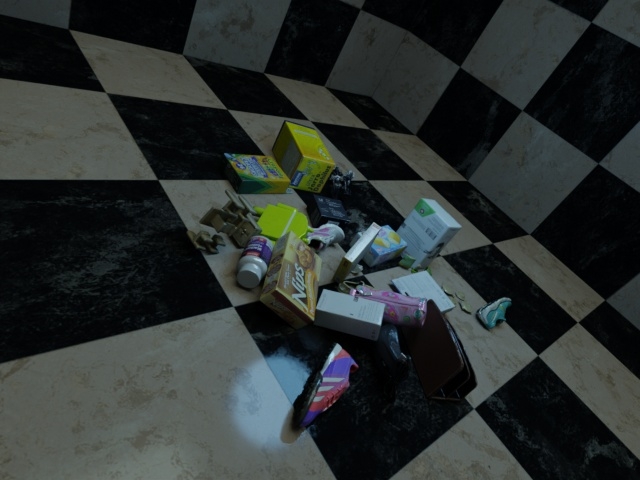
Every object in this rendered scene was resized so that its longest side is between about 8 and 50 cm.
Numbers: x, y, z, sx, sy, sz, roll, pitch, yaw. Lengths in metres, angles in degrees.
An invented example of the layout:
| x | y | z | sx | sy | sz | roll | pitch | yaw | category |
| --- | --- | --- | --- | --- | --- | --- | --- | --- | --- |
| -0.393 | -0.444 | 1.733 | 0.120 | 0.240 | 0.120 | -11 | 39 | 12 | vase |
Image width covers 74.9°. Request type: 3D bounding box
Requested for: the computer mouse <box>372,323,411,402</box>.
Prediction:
| x | y | z | sx | sy | sz | roll | pitch | yaw | category |
| --- | --- | --- | --- | --- | --- | --- | --- | --- | --- |
| 0.225 | 0.384 | 1.422 | 0.072 | 0.189 | 0.272 | 11 | 27 | -8 | computer mouse |

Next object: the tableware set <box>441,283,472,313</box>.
| x | y | z | sx | sy | sz | roll | pitch | yaw | category |
| --- | --- | --- | --- | --- | --- | --- | --- | --- | --- |
| 0.656 | 0.280 | 2.014 | 0.168 | 0.020 | 0.141 | 22 | 35 | -14 | tableware set |

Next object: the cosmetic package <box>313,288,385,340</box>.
| x | y | z | sx | sy | sz | roll | pitch | yaw | category |
| --- | --- | --- | --- | --- | --- | --- | --- | --- | --- |
| 0.101 | 0.259 | 1.471 | 0.230 | 0.086 | 0.117 | 13 | 34 | 9 | cosmetic package |

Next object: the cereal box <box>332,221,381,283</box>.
| x | y | z | sx | sy | sz | roll | pitch | yaw | category |
| --- | --- | --- | --- | --- | --- | --- | --- | --- | --- |
| 0.149 | 0.052 | 1.707 | 0.047 | 0.173 | 0.240 | 35 | 52 | 11 | cereal box |

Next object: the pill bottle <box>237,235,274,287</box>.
| x | y | z | sx | sy | sz | roll | pitch | yaw | category |
| --- | --- | --- | --- | --- | --- | --- | --- | --- | --- |
| -0.234 | 0.077 | 1.489 | 0.108 | 0.108 | 0.194 | 24 | 33 | -10 | pill bottle |

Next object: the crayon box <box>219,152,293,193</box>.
| x | y | z | sx | sy | sz | roll | pitch | yaw | category |
| --- | --- | --- | --- | --- | --- | --- | --- | --- | --- |
| -0.288 | -0.316 | 1.988 | 0.322 | 0.083 | 0.203 | -6 | 48 | -44 | crayon box |

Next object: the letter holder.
| x | y | z | sx | sy | sz | roll | pitch | yaw | category |
| --- | --- | --- | --- | --- | --- | --- | --- | --- | --- |
| 0.454 | 0.391 | 1.526 | 0.151 | 0.214 | 0.302 | 15 | 36 | -24 | letter holder |

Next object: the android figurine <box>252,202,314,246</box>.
| x | y | z | sx | sy | sz | roll | pitch | yaw | category |
| --- | --- | --- | --- | --- | --- | --- | --- | --- | --- |
| -0.164 | -0.056 | 1.694 | 0.272 | 0.056 | 0.248 | 16 | 49 | 6 | android figurine |

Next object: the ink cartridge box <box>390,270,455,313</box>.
| x | y | z | sx | sy | sz | roll | pitch | yaw | category |
| --- | --- | --- | --- | --- | --- | --- | --- | --- | --- |
| 0.445 | 0.245 | 1.854 | 0.223 | 0.045 | 0.223 | -9 | 49 | -30 | ink cartridge box |

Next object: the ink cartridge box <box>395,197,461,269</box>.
| x | y | z | sx | sy | sz | roll | pitch | yaw | category |
| --- | --- | --- | --- | --- | --- | --- | --- | --- | --- |
| 0.509 | -0.030 | 2.061 | 0.121 | 0.289 | 0.211 | -2 | 45 | -44 | ink cartridge box |

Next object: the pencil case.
| x | y | z | sx | sy | sz | roll | pitch | yaw | category |
| --- | --- | --- | --- | --- | --- | --- | --- | --- | --- |
| 0.248 | 0.245 | 1.552 | 0.284 | 0.124 | 0.124 | 10 | 28 | 19 | pencil case |

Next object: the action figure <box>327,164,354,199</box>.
| x | y | z | sx | sy | sz | roll | pitch | yaw | category |
| --- | --- | --- | --- | --- | --- | --- | --- | --- | --- |
| 0.103 | -0.342 | 2.286 | 0.163 | 0.141 | 0.276 | 7 | 40 | -14 | action figure |

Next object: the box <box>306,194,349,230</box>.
| x | y | z | sx | sy | sz | roll | pitch | yaw | category |
| --- | --- | --- | --- | --- | --- | --- | --- | --- | --- |
| 0.033 | -0.124 | 1.980 | 0.155 | 0.093 | 0.158 | 10 | 39 | -28 | box |

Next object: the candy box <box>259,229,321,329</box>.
| x | y | z | sx | sy | sz | roll | pitch | yaw | category |
| --- | --- | --- | --- | --- | --- | --- | --- | --- | --- |
| -0.095 | 0.132 | 1.479 | 0.183 | 0.087 | 0.317 | 44 | 31 | -25 | candy box |

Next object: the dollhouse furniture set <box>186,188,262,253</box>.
| x | y | z | sx | sy | sz | roll | pitch | yaw | category |
| --- | --- | --- | --- | --- | --- | --- | --- | --- | --- |
| -0.348 | -0.080 | 1.525 | 0.161 | 0.212 | 0.242 | 50 | 11 | 24 | dollhouse furniture set |

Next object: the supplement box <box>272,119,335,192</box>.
| x | y | z | sx | sy | sz | roll | pitch | yaw | category |
| --- | --- | --- | --- | --- | --- | --- | --- | --- | --- |
| -0.097 | -0.445 | 2.208 | 0.195 | 0.194 | 0.357 | 8 | 40 | -31 | supplement box |

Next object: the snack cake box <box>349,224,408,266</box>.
| x | y | z | sx | sy | sz | roll | pitch | yaw | category |
| --- | --- | --- | --- | --- | --- | --- | --- | --- | --- |
| 0.280 | 0.022 | 1.990 | 0.264 | 0.089 | 0.152 | -14 | 55 | -48 | snack cake box |

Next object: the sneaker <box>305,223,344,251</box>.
| x | y | z | sx | sy | sz | roll | pitch | yaw | category |
| --- | --- | --- | --- | --- | --- | --- | --- | --- | --- |
| 0.000 | 0.000 | 1.797 | 0.252 | 0.103 | 0.111 | -4 | 47 | -30 | sneaker |

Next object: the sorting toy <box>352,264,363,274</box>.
| x | y | z | sx | sy | sz | roll | pitch | yaw | category |
| --- | --- | --- | --- | --- | --- | --- | --- | --- | --- |
| 0.150 | 0.108 | 1.820 | 0.083 | 0.045 | 0.075 | 40 | 27 | 13 | sorting toy |

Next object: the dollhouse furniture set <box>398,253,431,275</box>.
| x | y | z | sx | sy | sz | roll | pitch | yaw | category |
| --- | --- | --- | --- | --- | --- | --- | --- | --- | --- |
| 0.452 | 0.133 | 1.993 | 0.151 | 0.076 | 0.059 | 24 | 36 | -12 | dollhouse furniture set |

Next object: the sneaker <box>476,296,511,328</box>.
| x | y | z | sx | sy | sz | roll | pitch | yaw | category |
| --- | --- | --- | --- | --- | --- | --- | --- | --- | --- |
| 0.849 | 0.351 | 2.028 | 0.275 | 0.107 | 0.110 | -14 | 73 | -42 | sneaker |

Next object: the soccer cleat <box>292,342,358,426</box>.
| x | y | z | sx | sy | sz | roll | pitch | yaw | category |
| --- | --- | --- | --- | --- | --- | --- | --- | --- | --- |
| 0.024 | 0.434 | 1.234 | 0.116 | 0.109 | 0.318 | 38 | 31 | 3 | soccer cleat |

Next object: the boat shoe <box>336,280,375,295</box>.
| x | y | z | sx | sy | sz | roll | pitch | yaw | category |
| --- | --- | --- | --- | --- | --- | --- | --- | --- | --- |
| 0.159 | 0.196 | 1.678 | 0.189 | 0.072 | 0.068 | 7 | 40 | -33 | boat shoe |
